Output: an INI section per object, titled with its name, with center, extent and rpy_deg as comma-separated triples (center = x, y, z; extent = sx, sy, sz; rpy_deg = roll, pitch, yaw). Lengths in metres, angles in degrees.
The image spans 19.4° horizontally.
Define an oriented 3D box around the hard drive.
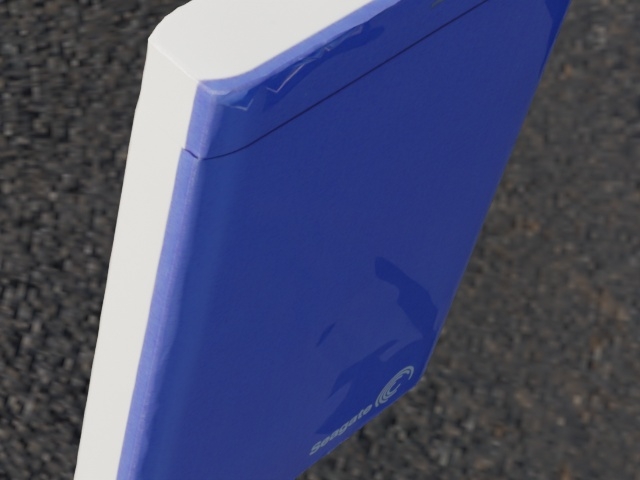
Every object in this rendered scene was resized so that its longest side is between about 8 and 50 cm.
[hard drive]
center = 0.000, 0.000, 0.735
extent = 0.040, 0.319, 0.210
rpy_deg = 42, 53, 20
